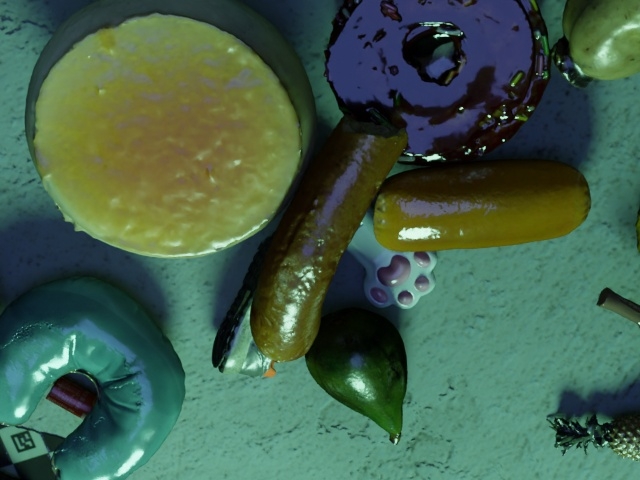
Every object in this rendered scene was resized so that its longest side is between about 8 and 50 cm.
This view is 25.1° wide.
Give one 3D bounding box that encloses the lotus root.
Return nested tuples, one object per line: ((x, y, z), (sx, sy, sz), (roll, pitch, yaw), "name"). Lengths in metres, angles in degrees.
((0.336, -0.256, 1.436), (0.257, 0.154, 0.140), (-40, 108, 17), "lotus root")

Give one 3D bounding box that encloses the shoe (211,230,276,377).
((-0.052, 0.072, 1.609), (0.077, 0.074, 0.194), (22, 110, -18), "shoe")

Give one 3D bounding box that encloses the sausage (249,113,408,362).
((-0.003, 0.001, 1.484), (0.076, 0.103, 0.302), (37, 115, 26), "sausage")

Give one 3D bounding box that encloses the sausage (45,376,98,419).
((-0.255, 0.201, 1.673), (0.129, 0.034, 0.034), (30, 107, -7), "sausage")

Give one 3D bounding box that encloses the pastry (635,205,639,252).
((0.429, -0.011, 1.538), (0.188, 0.103, 0.189), (1, 107, 3), "pastry")

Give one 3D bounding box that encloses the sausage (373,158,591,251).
((0.173, -0.040, 1.537), (0.238, 0.098, 0.098), (-4, 108, -5), "sausage")

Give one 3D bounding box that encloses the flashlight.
((0.047, -0.007, 1.585), (0.093, 0.047, 0.200), (-41, 103, 12), "flashlight")

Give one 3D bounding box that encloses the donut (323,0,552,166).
((0.121, -0.196, 1.498), (0.235, 0.089, 0.235), (1, 109, 3), "donut")

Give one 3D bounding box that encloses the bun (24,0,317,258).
((-0.156, -0.129, 1.492), (0.298, 0.165, 0.299), (-1, 115, -1), "bun")

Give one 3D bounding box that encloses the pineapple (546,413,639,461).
((0.322, 0.222, 1.645), (0.124, 0.058, 0.058), (5, 108, 1), "pineapple")

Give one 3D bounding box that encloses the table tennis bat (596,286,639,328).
((0.356, 0.103, 1.629), (0.170, 0.119, 0.107), (26, 71, -19), "table tennis bat")

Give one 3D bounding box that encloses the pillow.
((-0.268, 0.157, 1.614), (0.233, 0.086, 0.214), (43, 89, -7), "pillow")

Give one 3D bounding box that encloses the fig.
((0.057, 0.153, 1.613), (0.117, 0.117, 0.177), (-30, 121, 11), "fig")

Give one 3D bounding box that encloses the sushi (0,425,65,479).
((-0.407, 0.321, 1.711), (0.231, 0.047, 0.220), (15, 108, -3), "sushi")
